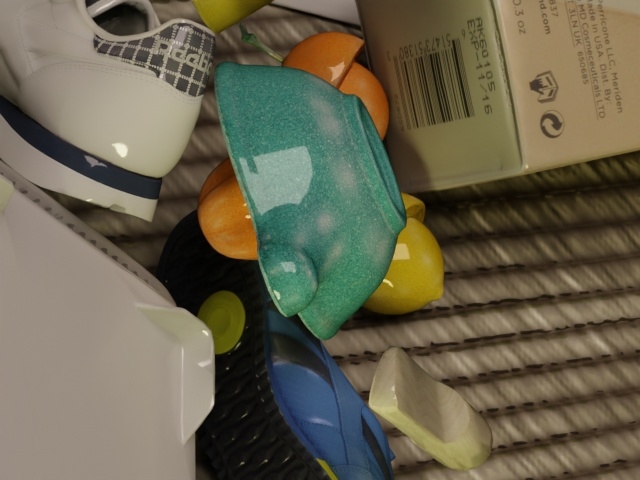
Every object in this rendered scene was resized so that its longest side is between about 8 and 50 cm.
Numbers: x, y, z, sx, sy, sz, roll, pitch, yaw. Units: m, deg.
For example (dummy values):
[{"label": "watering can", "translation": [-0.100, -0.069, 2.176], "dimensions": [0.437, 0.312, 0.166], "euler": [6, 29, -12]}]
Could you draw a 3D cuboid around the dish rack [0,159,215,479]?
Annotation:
[{"label": "dish rack", "translation": [-0.116, 0.120, 0.772], "dimensions": [0.072, 0.285, 0.333], "euler": [-12, 63, 21]}]

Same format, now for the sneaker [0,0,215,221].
[{"label": "sneaker", "translation": [-0.129, -0.096, 0.914], "dimensions": [0.090, 0.095, 0.235], "euler": [12, 18, -47]}]

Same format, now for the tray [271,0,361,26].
[{"label": "tray", "translation": [0.028, -0.188, 1.110], "dimensions": [0.270, 0.030, 0.145], "euler": [13, 60, -14]}]

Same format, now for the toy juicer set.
[{"label": "toy juicer set", "translation": [0.000, 0.000, 0.920], "dimensions": [0.089, 0.209, 0.329], "euler": [-21, 52, 8]}]

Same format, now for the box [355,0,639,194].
[{"label": "box", "translation": [0.192, -0.114, 1.051], "dimensions": [0.311, 0.148, 0.121], "euler": [-12, 91, -24]}]

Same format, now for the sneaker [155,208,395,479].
[{"label": "sneaker", "translation": [-0.016, 0.079, 0.948], "dimensions": [0.082, 0.069, 0.209], "euler": [13, 44, -52]}]
